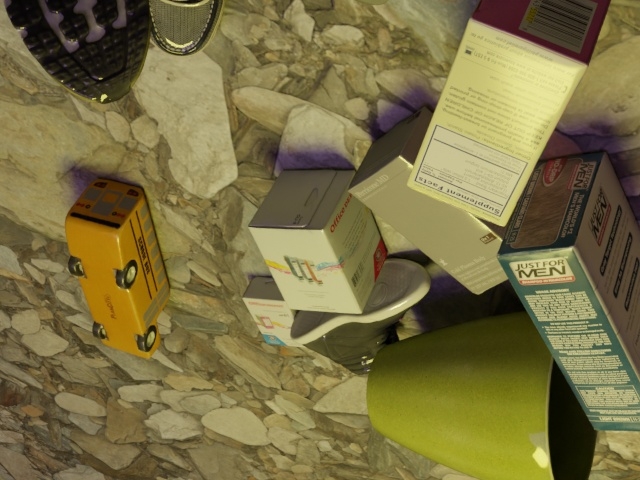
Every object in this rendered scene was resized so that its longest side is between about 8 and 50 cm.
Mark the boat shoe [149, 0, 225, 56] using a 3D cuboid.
[{"bbox_3d":[-0.165,-0.312,1.117,0.127,0.158,0.340,-2,141,-6],"label":"boat shoe"}]

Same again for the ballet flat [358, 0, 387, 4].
[{"bbox_3d":[-0.008,-0.330,1.101,0.213,0.068,0.072,44,140,-21],"label":"ballet flat"}]

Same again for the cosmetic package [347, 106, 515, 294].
[{"bbox_3d":[0.170,-0.050,1.292,0.238,0.107,0.127,35,145,-15],"label":"cosmetic package"}]

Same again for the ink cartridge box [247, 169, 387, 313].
[{"bbox_3d":[0.000,0.000,1.428,0.127,0.128,0.176,3,135,29],"label":"ink cartridge box"}]

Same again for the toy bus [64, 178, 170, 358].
[{"bbox_3d":[-0.343,0.059,1.700,0.108,0.130,0.332,13,140,16],"label":"toy bus"}]

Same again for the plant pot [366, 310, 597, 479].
[{"bbox_3d":[0.227,0.226,1.431,0.294,0.274,0.274,0,135,30],"label":"plant pot"}]

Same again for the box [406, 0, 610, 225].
[{"bbox_3d":[0.204,-0.179,1.028,0.117,0.213,0.243,24,142,5],"label":"box"}]

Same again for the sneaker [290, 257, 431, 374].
[{"bbox_3d":[0.098,0.124,1.550,0.147,0.104,0.296,34,140,-26],"label":"sneaker"}]

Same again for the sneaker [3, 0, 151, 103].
[{"bbox_3d":[-0.288,-0.314,1.133,0.158,0.410,0.182,-24,159,-4],"label":"sneaker"}]

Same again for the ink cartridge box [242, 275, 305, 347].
[{"bbox_3d":[-0.068,0.122,1.673,0.089,0.052,0.122,2,135,29],"label":"ink cartridge box"}]

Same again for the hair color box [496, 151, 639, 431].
[{"bbox_3d":[0.359,0.074,1.263,0.105,0.174,0.347,-7,131,37],"label":"hair color box"}]
